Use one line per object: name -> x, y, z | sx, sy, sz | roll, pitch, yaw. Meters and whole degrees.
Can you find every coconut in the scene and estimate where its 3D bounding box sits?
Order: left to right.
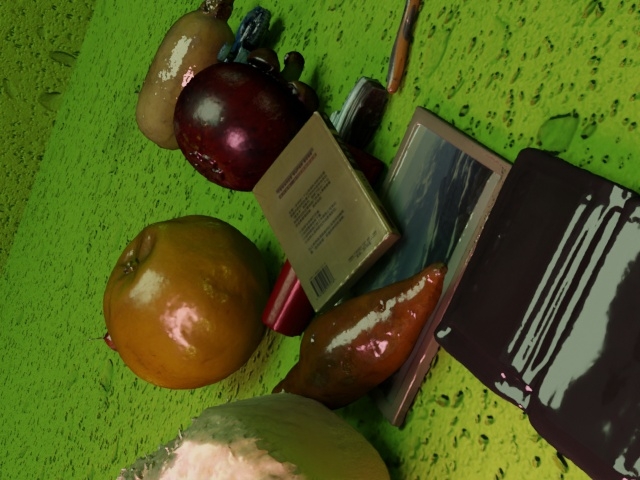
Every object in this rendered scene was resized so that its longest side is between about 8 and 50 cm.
coconut -> -0.071, 0.321, 1.092 | 0.298, 0.309, 0.297 | -2, 83, 20

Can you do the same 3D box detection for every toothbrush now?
toothbrush -> 0.134, -0.356, 1.357 | 0.031, 0.023, 0.320 | -9, 66, 67

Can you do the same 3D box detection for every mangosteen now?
mangosteen -> -0.106, -0.200, 1.545 | 0.257, 0.215, 0.215 | -50, 19, -24

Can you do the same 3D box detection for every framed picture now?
framed picture -> 0.109, 0.023, 1.201 | 0.335, 0.022, 0.247 | -66, 29, 14

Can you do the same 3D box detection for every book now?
book -> 0.001, -0.038, 1.296 | 0.161, 0.026, 0.230 | -48, 53, 27

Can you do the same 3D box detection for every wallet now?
wallet -> 0.239, 0.064, 0.922 | 0.323, 0.041, 0.247 | 39, 111, 57

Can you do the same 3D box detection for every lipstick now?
lipstick -> 0.001, 0.001, 1.357 | 0.279, 0.073, 0.073 | -65, 29, 15

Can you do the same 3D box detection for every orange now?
orange -> -0.209, 0.091, 1.515 | 0.279, 0.235, 0.279 | -32, 46, 41

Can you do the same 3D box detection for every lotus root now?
lotus root -> -0.256, -0.337, 1.912 | 0.342, 0.152, 0.169 | -64, 30, 24

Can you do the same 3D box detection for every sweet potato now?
sweet potato -> 0.032, 0.132, 1.151 | 0.359, 0.112, 0.112 | -46, 39, 37

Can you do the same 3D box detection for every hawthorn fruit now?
hawthorn fruit -> -0.418, 0.193, 1.976 | 0.067, 0.103, 0.066 | -179, 90, -74

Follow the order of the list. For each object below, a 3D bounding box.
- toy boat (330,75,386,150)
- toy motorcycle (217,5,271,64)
toy boat -> 0.042, -0.167, 1.380 | 0.066, 0.059, 0.140 | 38, 111, 47
toy motorcycle -> -0.157, -0.314, 1.795 | 0.254, 0.092, 0.135 | -63, 19, 1
